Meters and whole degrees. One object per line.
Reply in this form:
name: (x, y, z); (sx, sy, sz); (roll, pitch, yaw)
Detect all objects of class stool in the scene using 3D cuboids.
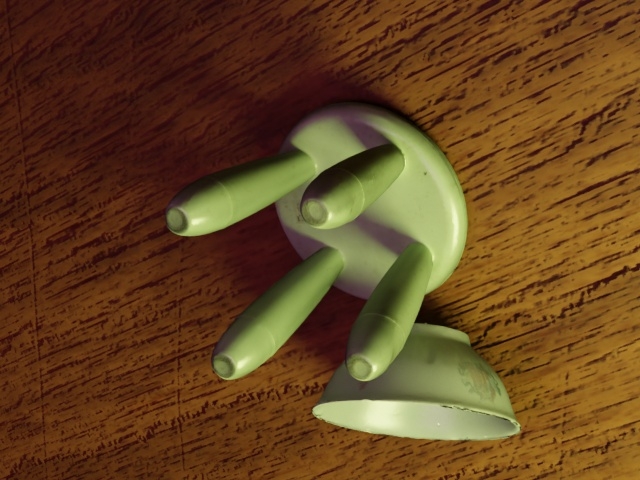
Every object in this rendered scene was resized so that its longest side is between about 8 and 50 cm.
stool: (0.000, 0.000, 1.561); (0.195, 0.198, 0.195); (-2, 112, 35)

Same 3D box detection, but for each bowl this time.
bowl: (0.091, 0.123, 1.622); (0.189, 0.189, 0.086); (-4, 73, 34)
